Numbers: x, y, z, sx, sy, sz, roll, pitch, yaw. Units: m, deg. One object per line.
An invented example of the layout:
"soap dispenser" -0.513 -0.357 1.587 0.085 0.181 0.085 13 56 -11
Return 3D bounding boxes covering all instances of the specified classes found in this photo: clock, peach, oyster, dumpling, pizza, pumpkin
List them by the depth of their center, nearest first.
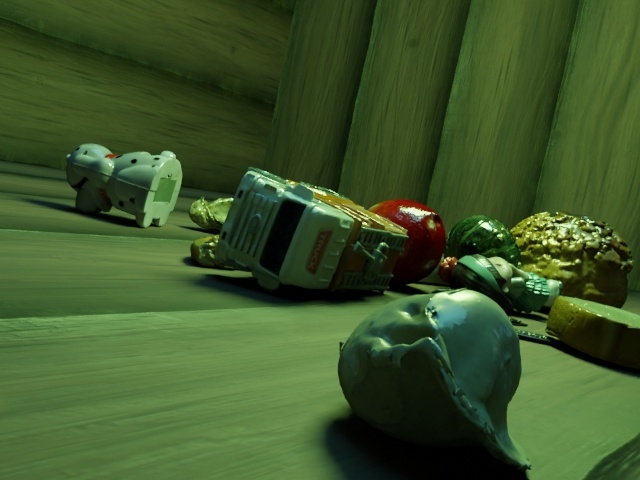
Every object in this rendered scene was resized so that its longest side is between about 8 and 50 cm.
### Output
"dumpling" 0.106 0.119 0.648 0.172 0.142 0.247 47 -3 -1
"pizza" -0.164 0.014 1.452 0.127 0.058 0.246 15 8 32
"peach" 0.165 0.002 1.624 0.197 0.197 0.197 12 5 -1
"pumpkin" 0.351 0.035 1.726 0.146 0.190 0.190 -24 10 -5
"clock" -0.464 -0.137 1.788 0.253 0.189 0.189 14 5 8
"oyster" -0.168 -0.032 1.948 0.294 0.094 0.166 23 26 13

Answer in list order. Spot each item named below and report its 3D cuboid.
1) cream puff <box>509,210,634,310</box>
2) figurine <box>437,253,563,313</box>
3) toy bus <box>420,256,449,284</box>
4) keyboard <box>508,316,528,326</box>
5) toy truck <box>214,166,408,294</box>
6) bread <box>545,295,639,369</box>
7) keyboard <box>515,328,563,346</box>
"cream puff" 0.575 0.051 1.829 0.342 0.231 0.327 9 2 -33
"figurine" 0.365 0.093 1.595 0.245 0.110 0.138 13 -6 -26
"toy bus" 0.294 0.052 1.899 0.342 0.097 0.138 7 9 -40
"keyboard" 0.275 0.128 1.423 0.074 0.015 0.196 12 0 -38
"toy truck" 0.000 0.000 1.362 0.207 0.173 0.387 24 7 25
"bread" 0.485 0.155 1.297 0.236 0.070 0.236 15 5 -1
"keyboard" 0.298 0.147 1.313 0.198 0.010 0.063 12 3 2
